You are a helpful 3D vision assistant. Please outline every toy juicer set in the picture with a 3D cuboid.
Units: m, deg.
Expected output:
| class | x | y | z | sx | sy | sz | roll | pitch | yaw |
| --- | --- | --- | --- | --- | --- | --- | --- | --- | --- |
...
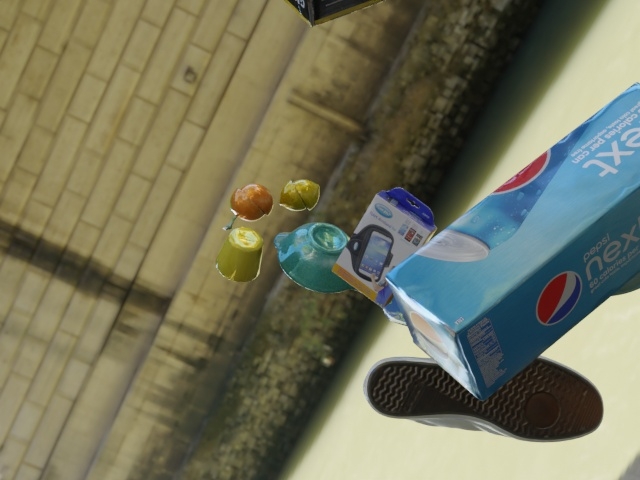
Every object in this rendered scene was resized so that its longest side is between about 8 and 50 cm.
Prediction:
| class | x | y | z | sx | sy | sz | roll | pitch | yaw |
| --- | --- | --- | --- | --- | --- | --- | --- | --- | --- |
| toy juicer set | 0.000 | 0.000 | 1.631 | 0.209 | 0.329 | 0.089 | -94 | 19 | -46 |

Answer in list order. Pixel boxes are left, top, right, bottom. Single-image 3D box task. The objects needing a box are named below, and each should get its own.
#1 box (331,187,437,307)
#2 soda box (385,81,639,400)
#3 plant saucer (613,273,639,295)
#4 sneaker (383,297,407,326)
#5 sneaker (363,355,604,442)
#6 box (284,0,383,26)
| class | x | y | z | sx | sy | sz | roll | pitch | yaw |
| --- | --- | --- | --- | --- | --- | --- | --- | --- | --- |
| box | 0.079 | 0.005 | 1.239 | 0.028 | 0.081 | 0.136 | -33 | -25 | -58 |
| soda box | 0.146 | -0.004 | 0.622 | 0.210 | 0.067 | 0.071 | -36 | 42 | -13 |
| plant saucer | 0.435 | 0.048 | 1.543 | 0.195 | 0.195 | 0.037 | 131 | 141 | -56 |
| sneaker | 0.138 | 0.064 | 1.280 | 0.240 | 0.126 | 0.091 | 112 | 176 | -60 |
| sneaker | 0.198 | 0.186 | 1.279 | 0.123 | 0.290 | 0.106 | 88 | -170 | -82 |
| box | 0.068 | -0.388 | 1.225 | 0.257 | 0.322 | 0.079 | 51 | 158 | 40 |
